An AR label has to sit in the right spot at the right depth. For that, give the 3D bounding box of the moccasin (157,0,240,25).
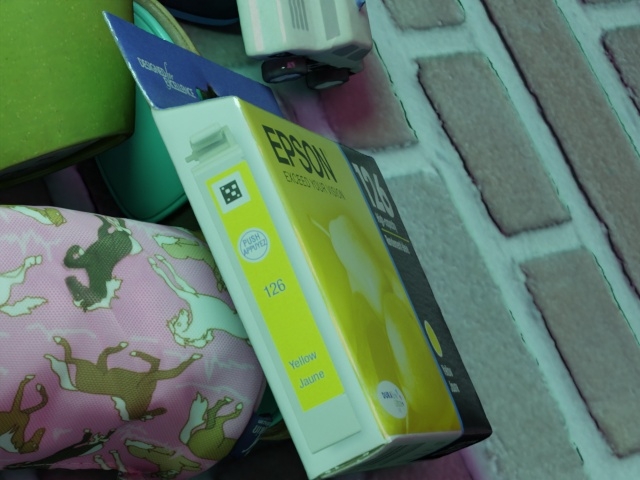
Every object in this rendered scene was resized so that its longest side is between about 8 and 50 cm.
[{"bbox_3d":[-0.171,-0.293,1.333,0.342,0.117,0.138,34,47,-16],"label":"moccasin"}]

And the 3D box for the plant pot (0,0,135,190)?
[{"bbox_3d":[-0.234,-0.184,1.152,0.275,0.275,0.293,-21,90,-41],"label":"plant pot"}]

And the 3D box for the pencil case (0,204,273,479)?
[{"bbox_3d":[-0.221,0.063,1.043,0.386,0.160,0.167,6,61,-33],"label":"pencil case"}]

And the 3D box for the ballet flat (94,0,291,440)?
[{"bbox_3d":[-0.067,-0.020,1.251,0.124,0.116,0.342,-3,63,-59],"label":"ballet flat"}]

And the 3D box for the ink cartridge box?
[{"bbox_3d":[0.000,0.000,1.144,0.307,0.072,0.303,68,15,10],"label":"ink cartridge box"}]

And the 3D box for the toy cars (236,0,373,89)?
[{"bbox_3d":[-0.035,-0.243,1.277,0.394,0.087,0.176,59,28,-42],"label":"toy cars"}]
